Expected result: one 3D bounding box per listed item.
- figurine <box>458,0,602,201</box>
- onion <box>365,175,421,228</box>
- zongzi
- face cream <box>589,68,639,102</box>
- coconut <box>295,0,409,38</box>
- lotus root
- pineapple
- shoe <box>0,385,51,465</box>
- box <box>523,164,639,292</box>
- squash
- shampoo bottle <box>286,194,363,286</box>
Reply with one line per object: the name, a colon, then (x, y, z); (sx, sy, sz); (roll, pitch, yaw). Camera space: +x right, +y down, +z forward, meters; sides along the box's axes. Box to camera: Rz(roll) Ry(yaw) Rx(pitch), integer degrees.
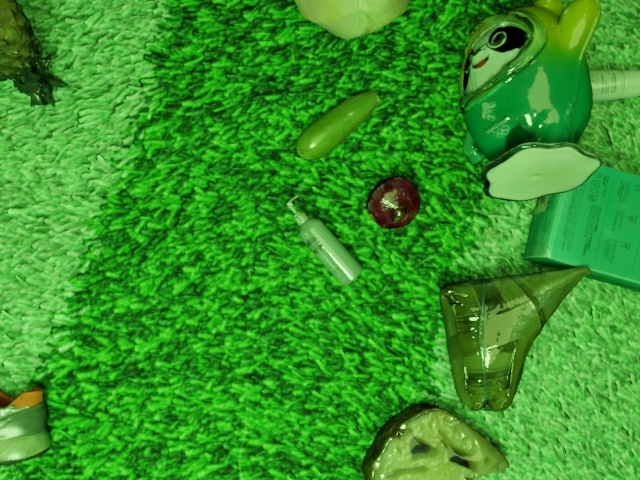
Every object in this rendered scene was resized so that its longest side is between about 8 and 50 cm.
figurine: (0.372, -0.260, 0.986); (0.232, 0.324, 0.339); (13, 67, -24)
onion: (0.140, -0.069, 1.043); (0.107, 0.097, 0.107); (-8, 128, -10)
zongzi: (0.372, 0.184, 1.004); (0.275, 0.125, 0.250); (-10, 88, 11)
face cream: (0.525, -0.313, 1.108); (0.244, 0.058, 0.092); (-3, 91, 2)
coconut: (0.053, -0.521, 1.006); (0.259, 0.259, 0.259); (0, 86, -4)
lotus root: (0.204, 0.397, 1.029); (0.261, 0.074, 0.170); (-21, 85, -6)
pineapple: (-0.532, -0.320, 0.942); (0.128, 0.248, 0.128); (1, 79, -4)
shoe: (-0.646, 0.295, 0.957); (0.337, 0.132, 0.170); (3, 81, -5)
box: (0.576, -0.018, 1.056); (0.312, 0.118, 0.205); (15, 87, -2)
squash: (0.037, -0.227, 1.064); (0.201, 0.066, 0.066); (-37, 89, -8)
shampoo bottle: (0.000, 0.000, 1.050); (0.056, 0.056, 0.195); (-42, 89, -5)
